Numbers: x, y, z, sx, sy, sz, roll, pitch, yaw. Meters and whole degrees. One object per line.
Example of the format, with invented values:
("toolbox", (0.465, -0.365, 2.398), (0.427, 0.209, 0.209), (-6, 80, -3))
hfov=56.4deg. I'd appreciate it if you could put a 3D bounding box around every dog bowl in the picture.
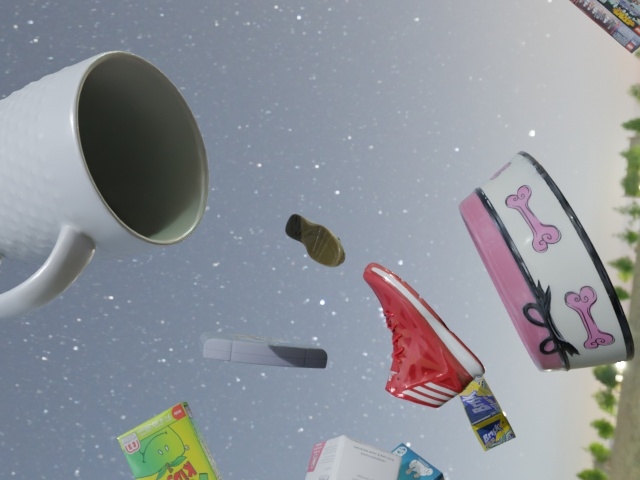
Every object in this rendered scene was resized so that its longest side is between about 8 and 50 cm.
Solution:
("dog bowl", (0.386, 0.053, 1.079), (0.408, 0.150, 0.408), (59, -167, -22))

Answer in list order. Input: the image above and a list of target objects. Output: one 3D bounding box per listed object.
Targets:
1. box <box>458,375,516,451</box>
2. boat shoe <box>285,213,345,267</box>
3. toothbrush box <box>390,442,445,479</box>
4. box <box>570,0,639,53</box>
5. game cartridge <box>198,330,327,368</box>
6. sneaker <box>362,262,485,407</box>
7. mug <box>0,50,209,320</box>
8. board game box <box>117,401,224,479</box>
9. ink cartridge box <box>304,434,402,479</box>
("box", (0.280, 0.289, 1.038), (0.054, 0.059, 0.169), (60, -173, -11))
("boat shoe", (-0.001, 0.002, 0.978), (0.048, 0.153, 0.056), (20, -82, -41))
("toothbrush box", (0.118, 0.586, 1.169), (0.295, 0.126, 0.216), (-32, -63, -24))
("box", (0.432, -0.341, 0.878), (0.094, 0.137, 0.027), (-35, -14, -34))
("game cartridge", (-0.141, 0.267, 1.458), (0.198, 0.297, 0.062), (157, 120, -73))
("sneaker", (0.113, 0.144, 0.843), (0.128, 0.221, 0.087), (-44, -12, -1))
("mug", (-0.383, -0.057, 0.864), (0.276, 0.328, 0.374), (52, -145, -45))
("board game box", (-0.178, 0.313, 0.772), (0.181, 0.092, 0.043), (60, 172, 12))
("ink cartridge box", (0.020, 0.384, 0.786), (0.158, 0.092, 0.218), (123, 167, -63))
